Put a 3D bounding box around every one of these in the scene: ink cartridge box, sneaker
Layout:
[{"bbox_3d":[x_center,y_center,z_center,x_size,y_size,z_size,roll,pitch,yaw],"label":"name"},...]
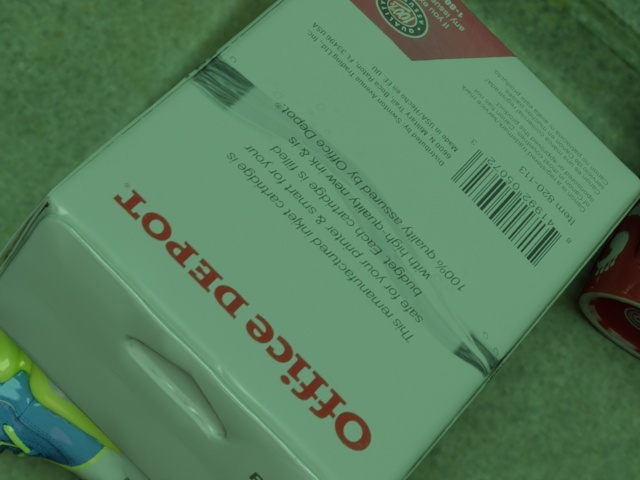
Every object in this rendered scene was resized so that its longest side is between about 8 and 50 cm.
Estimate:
[{"bbox_3d":[0.000,0.000,0.942,0.207,0.117,0.283,46,51,0],"label":"ink cartridge box"},{"bbox_3d":[-0.188,0.072,0.956,0.126,0.091,0.240,-44,90,0],"label":"sneaker"}]

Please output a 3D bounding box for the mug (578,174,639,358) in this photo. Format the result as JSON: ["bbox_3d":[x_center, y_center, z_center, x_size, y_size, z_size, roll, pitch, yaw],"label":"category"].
[{"bbox_3d":[0.211,-0.025,1.043,0.150,0.113,0.169,40,74,-29],"label":"mug"}]
